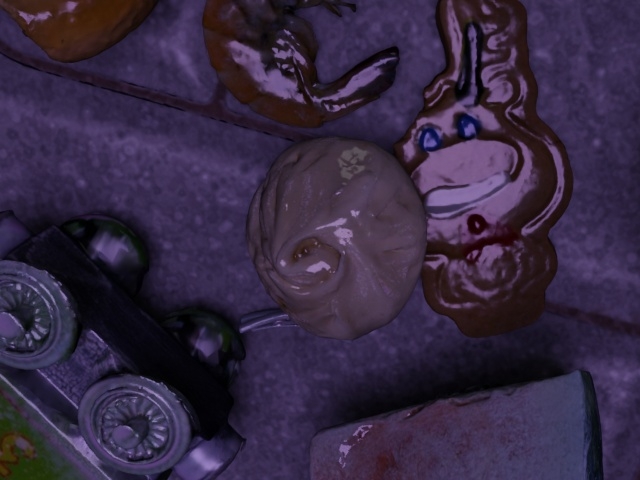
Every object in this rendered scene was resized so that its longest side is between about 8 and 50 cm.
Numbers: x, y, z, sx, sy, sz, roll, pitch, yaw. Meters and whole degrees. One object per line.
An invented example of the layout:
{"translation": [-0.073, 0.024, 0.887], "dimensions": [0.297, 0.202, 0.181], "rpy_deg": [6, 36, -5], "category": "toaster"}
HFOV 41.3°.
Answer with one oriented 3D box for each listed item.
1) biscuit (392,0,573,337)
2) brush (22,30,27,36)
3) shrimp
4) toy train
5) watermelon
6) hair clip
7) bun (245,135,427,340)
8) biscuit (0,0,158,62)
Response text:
{"translation": [0.135, -0.068, 0.761], "dimensions": [0.183, 0.047, 0.319], "rpy_deg": [7, 102, 0], "category": "biscuit"}
{"translation": [-0.179, -0.225, 0.755], "dimensions": [0.190, 0.034, 0.027], "rpy_deg": [-19, 85, 10], "category": "brush"}
{"translation": [0.035, -0.216, 0.732], "dimensions": [0.296, 0.058, 0.169], "rpy_deg": [-35, 105, 15], "category": "shrimp"}
{"translation": [-0.230, 0.129, 0.777], "dimensions": [0.249, 0.173, 0.307], "rpy_deg": [-41, 97, 21], "category": "toy train"}
{"translation": [0.108, 0.237, 0.756], "dimensions": [0.258, 0.228, 0.387], "rpy_deg": [23, 113, 8], "category": "watermelon"}
{"translation": [-0.020, 0.082, 0.813], "dimensions": [0.115, 0.030, 0.039], "rpy_deg": [-2, 104, 5], "category": "hair clip"}
{"translation": [0.000, 0.000, 0.735], "dimensions": [0.183, 0.102, 0.183], "rpy_deg": [5, 101, 30], "category": "bun"}
{"translation": [-0.226, -0.295, 0.675], "dimensions": [0.274, 0.091, 0.213], "rpy_deg": [42, 77, -3], "category": "biscuit"}
